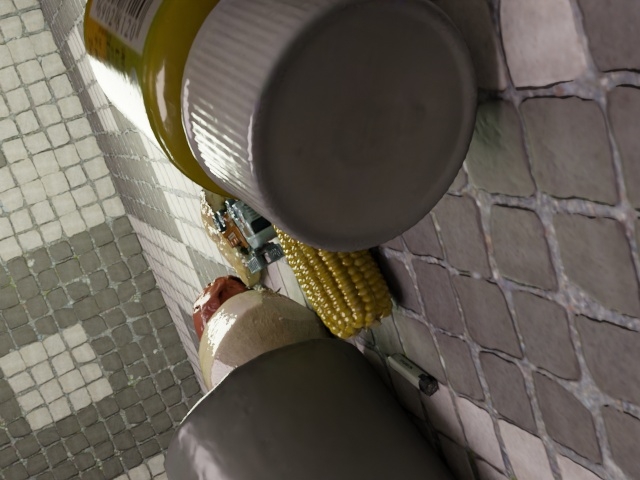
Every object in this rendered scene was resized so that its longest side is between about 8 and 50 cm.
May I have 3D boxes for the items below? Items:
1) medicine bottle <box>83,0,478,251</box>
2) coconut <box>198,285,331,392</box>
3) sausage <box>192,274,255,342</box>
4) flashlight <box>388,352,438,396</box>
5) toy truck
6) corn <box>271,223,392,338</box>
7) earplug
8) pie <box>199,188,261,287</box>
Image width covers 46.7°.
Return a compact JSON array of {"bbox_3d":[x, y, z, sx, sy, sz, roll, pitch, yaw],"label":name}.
[{"bbox_3d":[-0.055,-0.150,0.648,0.384,0.224,0.224,39,148,52],"label":"medicine bottle"},{"bbox_3d":[-0.078,0.189,1.163,0.224,0.224,0.234,68,160,-8],"label":"coconut"},{"bbox_3d":[-0.149,0.202,1.445,0.279,0.152,0.152,65,161,-1],"label":"sausage"},{"bbox_3d":[0.111,0.162,0.899,0.083,0.018,0.018,32,142,59],"label":"flashlight"},{"bbox_3d":[-0.099,-0.017,1.153,0.115,0.080,0.178,60,162,1],"label":"toy truck"},{"bbox_3d":[0.000,0.000,0.887,0.244,0.093,0.093,62,161,12],"label":"corn"},{"bbox_3d":[0.027,0.365,0.929,0.394,0.313,0.312,51,156,33],"label":"earplug"},{"bbox_3d":[-0.174,-0.002,1.414,0.218,0.052,0.185,57,158,19],"label":"pie"}]
